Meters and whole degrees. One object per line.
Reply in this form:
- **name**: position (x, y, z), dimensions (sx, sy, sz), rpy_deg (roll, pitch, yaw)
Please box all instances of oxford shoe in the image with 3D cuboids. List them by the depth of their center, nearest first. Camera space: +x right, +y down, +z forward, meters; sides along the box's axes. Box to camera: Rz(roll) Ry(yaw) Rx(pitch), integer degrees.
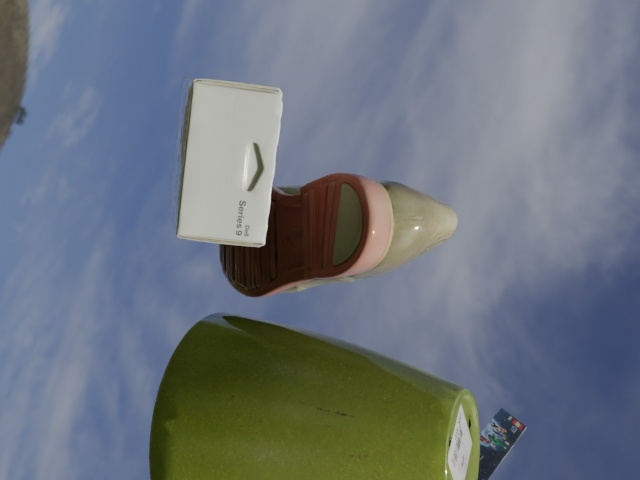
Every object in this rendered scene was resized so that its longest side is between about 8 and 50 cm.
- **oxford shoe**: position (0.000, 0.000, 1.140), dimensions (0.397, 0.146, 0.141), rpy_deg (1, -90, 59)

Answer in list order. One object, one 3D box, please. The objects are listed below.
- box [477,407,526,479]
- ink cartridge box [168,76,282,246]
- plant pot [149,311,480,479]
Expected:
- **box**: position (0.172, 0.313, 1.202), dimensions (0.044, 0.233, 0.159), rpy_deg (36, -68, 16)
- **ink cartridge box**: position (-0.103, -0.089, 0.997), dimensions (0.212, 0.093, 0.154), rpy_deg (-139, -126, -74)
- **plant pot**: position (0.013, 0.220, 1.042), dimensions (0.293, 0.275, 0.275), rpy_deg (0, -111, 24)
